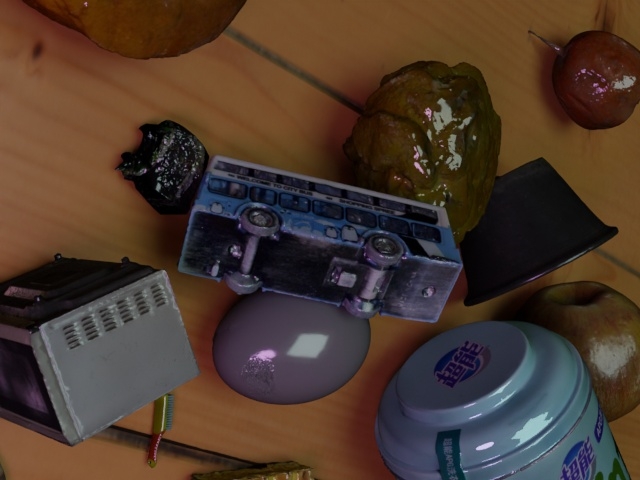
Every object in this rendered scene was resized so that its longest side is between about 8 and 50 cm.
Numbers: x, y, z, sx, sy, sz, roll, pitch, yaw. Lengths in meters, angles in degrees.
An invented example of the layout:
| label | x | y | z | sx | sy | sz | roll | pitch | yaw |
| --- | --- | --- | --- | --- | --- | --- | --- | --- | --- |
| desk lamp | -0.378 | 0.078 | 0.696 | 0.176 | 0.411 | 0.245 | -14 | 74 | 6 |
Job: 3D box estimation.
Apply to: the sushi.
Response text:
| label | x | y | z | sx | sy | sz | roll | pitch | yaw |
| --- | --- | --- | --- | --- | --- | --- | --- | --- | --- |
| sushi | -0.169 | -0.085 | 1.081 | 0.084 | 0.056 | 0.083 | 45 | 65 | -32 |

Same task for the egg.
| label | x | y | z | sx | sy | sz | roll | pitch | yaw |
| --- | --- | --- | --- | --- | --- | --- | --- | --- | --- |
| egg | -0.032 | 0.116 | 1.141 | 0.198 | 0.146 | 0.147 | -7 | 96 | -30 |

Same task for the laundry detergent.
| label | x | y | z | sx | sy | sz | roll | pitch | yaw |
| --- | --- | --- | --- | --- | --- | --- | --- | --- | --- |
| laundry detergent | 0.236 | 0.277 | 1.277 | 0.287 | 0.287 | 0.305 | -42 | 117 | -31 |

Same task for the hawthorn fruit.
| label | x | y | z | sx | sy | sz | roll | pitch | yaw |
| --- | --- | --- | --- | --- | --- | --- | --- | --- | --- |
| hawthorn fruit | 0.420 | -0.252 | 1.507 | 0.189 | 0.149 | 0.149 | 28 | 74 | -37 |

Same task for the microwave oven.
| label | x | y | z | sx | sy | sz | roll | pitch | yaw |
| --- | --- | --- | --- | --- | --- | --- | --- | --- | --- |
| microwave oven | -0.239 | 0.091 | 0.932 | 0.163 | 0.205 | 0.129 | -29 | 110 | -36 |

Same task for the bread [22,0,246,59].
| label | x | y | z | sx | sy | sz | roll | pitch | yaw |
| --- | --- | --- | --- | --- | --- | --- | --- | --- | --- |
| bread | -0.187 | -0.338 | 0.992 | 0.312 | 0.172 | 0.312 | -6 | 99 | -37 |

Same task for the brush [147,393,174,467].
| label | x | y | z | sx | sy | sz | roll | pitch | yaw |
| --- | --- | --- | --- | --- | --- | --- | --- | --- | --- |
| brush | -0.179 | 0.213 | 1.105 | 0.021 | 0.018 | 0.083 | 15 | 80 | -48 |

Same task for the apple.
| label | x | y | z | sx | sy | sz | roll | pitch | yaw |
| --- | --- | --- | --- | --- | --- | --- | --- | --- | --- |
| apple | 0.383 | 0.163 | 1.443 | 0.211 | 0.211 | 0.188 | -27 | 115 | -36 |

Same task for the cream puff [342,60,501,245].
| label | x | y | z | sx | sy | sz | roll | pitch | yaw |
| --- | --- | --- | --- | --- | --- | --- | --- | --- | --- |
| cream puff | 0.133 | -0.107 | 1.240 | 0.244 | 0.196 | 0.244 | -3 | 95 | -39 |

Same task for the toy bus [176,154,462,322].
| label | x | y | z | sx | sy | sz | roll | pitch | yaw |
| --- | --- | --- | --- | --- | --- | --- | --- | --- | --- |
| toy bus | 0.000 | 0.000 | 1.093 | 0.297 | 0.131 | 0.106 | 13 | 127 | -9 |

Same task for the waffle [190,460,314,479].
| label | x | y | z | sx | sy | sz | roll | pitch | yaw |
| --- | --- | --- | --- | --- | --- | --- | --- | --- | --- |
| waffle | -0.086 | 0.376 | 1.164 | 0.160 | 0.055 | 0.211 | 4 | 90 | -40 |

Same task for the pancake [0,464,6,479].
| label | x | y | z | sx | sy | sz | roll | pitch | yaw |
| --- | --- | --- | --- | --- | --- | --- | --- | --- | --- |
| pancake | -0.395 | 0.260 | 0.922 | 0.211 | 0.029 | 0.235 | -14 | 100 | -39 |

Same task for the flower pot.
| label | x | y | z | sx | sy | sz | roll | pitch | yaw |
| --- | --- | --- | --- | --- | --- | --- | --- | --- | --- |
| flower pot | 0.277 | -0.023 | 1.371 | 0.235 | 0.235 | 0.148 | -24 | 87 | -37 |
